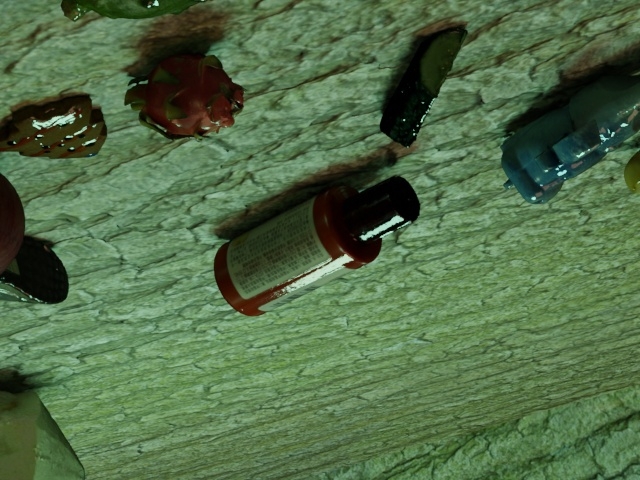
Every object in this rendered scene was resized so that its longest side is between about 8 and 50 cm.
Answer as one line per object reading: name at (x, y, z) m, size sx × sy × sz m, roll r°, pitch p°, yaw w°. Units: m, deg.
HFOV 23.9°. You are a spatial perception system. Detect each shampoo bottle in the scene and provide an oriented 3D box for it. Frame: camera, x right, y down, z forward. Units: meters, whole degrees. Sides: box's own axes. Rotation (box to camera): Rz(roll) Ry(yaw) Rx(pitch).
shampoo bottle at (0.000, 0.000, 1.844) m, size 0.278 × 0.104 × 0.104 m, roll -26°, pitch 158°, yaw 35°

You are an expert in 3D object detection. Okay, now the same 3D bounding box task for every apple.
apple at (-0.374, -0.017, 1.521) m, size 0.153 × 0.120 × 0.153 m, roll -16°, pitch 158°, yaw -7°

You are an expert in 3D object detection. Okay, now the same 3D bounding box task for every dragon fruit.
dragon fruit at (-0.129, -0.135, 1.414) m, size 0.116 × 0.086 × 0.081 m, roll 14°, pitch 142°, yaw 41°

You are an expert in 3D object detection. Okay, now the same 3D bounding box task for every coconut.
coconut at (-0.512, 0.369, 2.286) m, size 0.309 × 0.297 × 0.297 m, roll -2°, pitch 160°, yaw -10°

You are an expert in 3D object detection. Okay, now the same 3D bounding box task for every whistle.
whistle at (0.302, -0.123, 1.719) m, size 0.180 × 0.093 × 0.269 m, roll -29°, pitch 177°, yaw -46°

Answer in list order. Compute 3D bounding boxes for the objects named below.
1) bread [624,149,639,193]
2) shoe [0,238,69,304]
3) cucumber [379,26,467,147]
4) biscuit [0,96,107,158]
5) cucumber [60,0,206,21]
bread at (0.440, -0.104, 1.922) m, size 0.115 × 0.056 × 0.082 m, roll -17°, pitch 162°, yaw -9°
shoe at (-0.378, 0.035, 1.758) m, size 0.077 × 0.074 × 0.194 m, roll -12°, pitch 163°, yaw 34°
cucumber at (0.097, -0.142, 1.574) m, size 0.046 × 0.070 × 0.220 m, roll 19°, pitch 155°, yaw -2°
biscuit at (-0.257, -0.104, 1.500) m, size 0.119 × 0.019 × 0.130 m, roll -21°, pitch 160°, yaw 22°
cucumber at (-0.113, -0.223, 1.107) m, size 0.244 × 0.134 × 0.134 m, roll -25°, pitch 158°, yaw 40°
